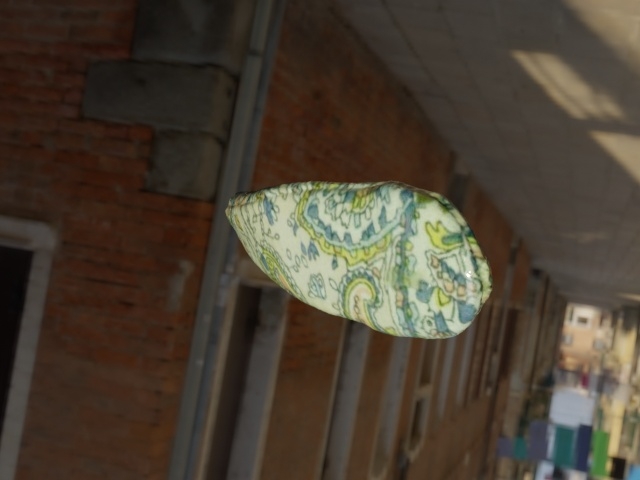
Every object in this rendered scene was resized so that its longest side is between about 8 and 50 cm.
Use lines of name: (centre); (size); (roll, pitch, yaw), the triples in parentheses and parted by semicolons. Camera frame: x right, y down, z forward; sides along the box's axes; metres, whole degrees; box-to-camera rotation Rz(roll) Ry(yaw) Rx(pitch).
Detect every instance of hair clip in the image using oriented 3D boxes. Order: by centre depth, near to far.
hair clip: (-0.002, 0.001, 0.524); (0.036, 0.066, 0.229); (-22, -164, -24)
